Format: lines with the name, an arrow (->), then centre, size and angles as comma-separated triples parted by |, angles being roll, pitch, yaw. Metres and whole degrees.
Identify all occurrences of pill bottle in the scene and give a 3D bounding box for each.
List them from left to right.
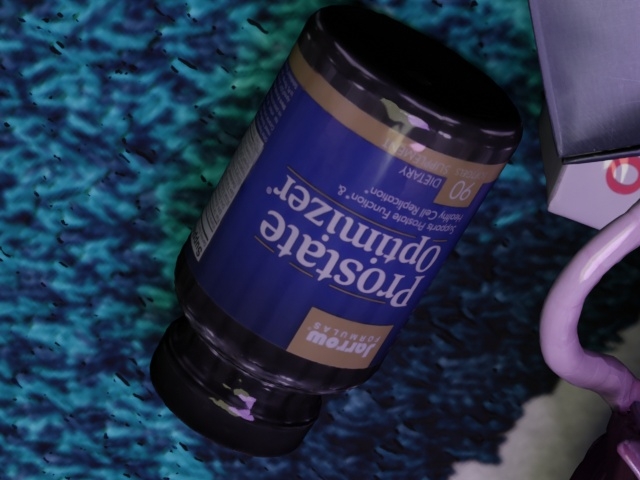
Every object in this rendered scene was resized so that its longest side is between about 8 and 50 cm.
pill bottle -> 0.000, 0.000, 0.879 | 0.123, 0.123, 0.219 | 27, 113, -6

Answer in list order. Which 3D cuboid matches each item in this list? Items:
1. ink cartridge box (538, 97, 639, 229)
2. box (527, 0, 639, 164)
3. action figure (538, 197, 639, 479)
ink cartridge box -> 0.284, -0.078, 0.813 | 0.306, 0.131, 0.226 | 18, 113, -2
box -> 0.168, -0.158, 0.694 | 0.183, 0.059, 0.232 | -8, 110, 12
action figure -> 0.161, 0.138, 0.820 | 0.248, 0.370, 0.275 | -36, 85, -6
